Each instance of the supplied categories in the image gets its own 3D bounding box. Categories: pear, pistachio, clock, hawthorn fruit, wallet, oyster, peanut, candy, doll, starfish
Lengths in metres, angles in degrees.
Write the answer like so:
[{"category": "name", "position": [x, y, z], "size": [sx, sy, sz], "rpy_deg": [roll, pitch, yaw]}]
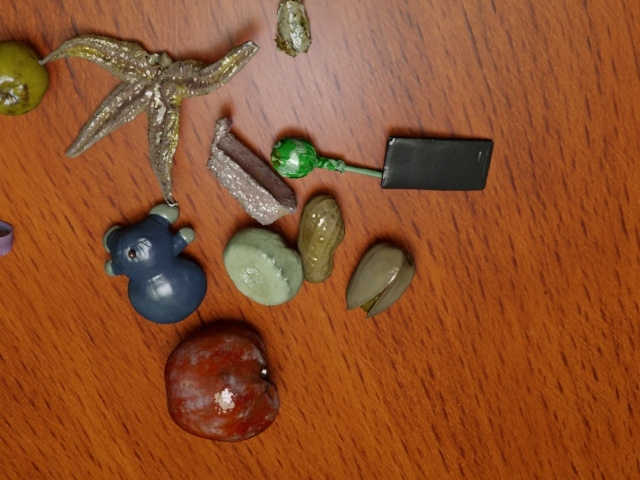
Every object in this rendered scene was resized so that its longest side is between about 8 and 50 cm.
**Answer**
[{"category": "pear", "position": [-0.622, -0.325, 1.484], "size": [0.148, 0.162, 0.149], "rpy_deg": [-5, 123, -8]}, {"category": "pistachio", "position": [0.136, 0.095, 1.702], "size": [0.129, 0.131, 0.206], "rpy_deg": [29, 116, -5]}, {"category": "clock", "position": [-0.772, -0.013, 1.652], "size": [0.152, 0.110, 0.050], "rpy_deg": [19, 115, -10]}, {"category": "hawthorn fruit", "position": [-0.231, 0.339, 1.754], "size": [0.284, 0.284, 0.285], "rpy_deg": [0, 115, 0]}, {"category": "wallet", "position": [0.256, -0.165, 1.618], "size": [0.244, 0.025, 0.124], "rpy_deg": [0, 119, -12]}, {"category": "oyster", "position": [-0.052, -0.441, 1.503], "size": [0.086, 0.029, 0.132], "rpy_deg": [13, 111, -13]}, {"category": "peanut", "position": [0.000, 0.000, 1.674], "size": [0.108, 0.095, 0.226], "rpy_deg": [0, 119, -19]}, {"category": "candy", "position": [0.050, -0.161, 1.619], "size": [0.323, 0.097, 0.097], "rpy_deg": [9, 115, -14]}, {"category": "doll", "position": [-0.369, 0.068, 1.686], "size": [0.228, 0.154, 0.259], "rpy_deg": [-24, 120, 6]}, {"category": "starfish", "position": [-0.363, -0.287, 1.511], "size": [0.397, 0.132, 0.384], "rpy_deg": [19, 109, -4]}]

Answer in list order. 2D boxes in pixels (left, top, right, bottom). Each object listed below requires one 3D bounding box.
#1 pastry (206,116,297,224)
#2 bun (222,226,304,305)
[{"category": "pastry", "position": [-0.162, -0.142, 1.594], "size": [0.112, 0.103, 0.265], "rpy_deg": [-28, 110, 24]}, {"category": "bun", "position": [-0.120, 0.051, 1.667], "size": [0.195, 0.118, 0.196], "rpy_deg": [21, 134, 24]}]
